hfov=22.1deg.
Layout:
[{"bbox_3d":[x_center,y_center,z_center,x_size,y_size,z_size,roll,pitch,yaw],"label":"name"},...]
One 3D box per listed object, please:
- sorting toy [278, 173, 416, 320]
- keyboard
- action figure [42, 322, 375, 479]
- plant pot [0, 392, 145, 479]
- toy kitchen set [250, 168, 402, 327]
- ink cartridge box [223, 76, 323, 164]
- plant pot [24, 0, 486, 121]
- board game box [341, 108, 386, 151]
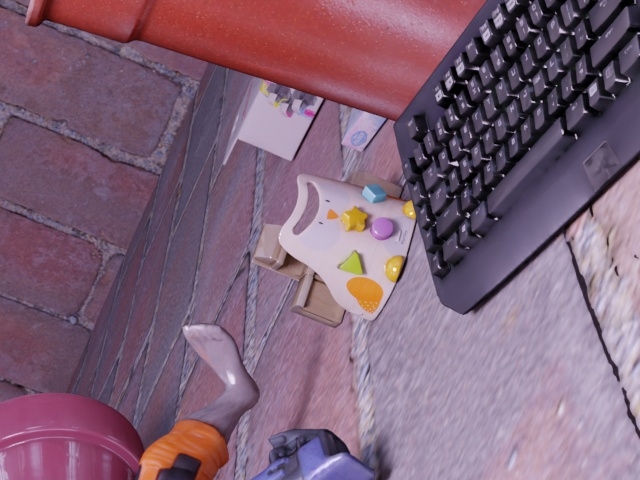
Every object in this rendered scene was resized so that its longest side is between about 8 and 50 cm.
[{"bbox_3d":[0.014,-0.007,0.986,0.045,0.075,0.083,129,160,-60],"label":"sorting toy"},{"bbox_3d":[0.099,-0.115,0.704,0.317,0.033,0.201,128,139,-56],"label":"keyboard"},{"bbox_3d":[-0.073,0.205,0.937,0.341,0.178,0.330,-33,32,23],"label":"action figure"},{"bbox_3d":[-0.253,0.275,1.540,0.201,0.201,0.180,-62,27,29],"label":"plant pot"},{"bbox_3d":[0.000,0.000,1.070,0.075,0.068,0.083,135,154,-67],"label":"toy kitchen set"},{"bbox_3d":[-0.029,-0.154,1.583,0.104,0.061,0.181,-80,16,-53],"label":"ink cartridge box"},{"bbox_3d":[-0.019,-0.216,1.070,0.272,0.265,0.272,-158,90,-80],"label":"plant pot"},{"bbox_3d":[0.049,-0.125,1.224,0.090,0.020,0.090,129,161,-58],"label":"board game box"}]
